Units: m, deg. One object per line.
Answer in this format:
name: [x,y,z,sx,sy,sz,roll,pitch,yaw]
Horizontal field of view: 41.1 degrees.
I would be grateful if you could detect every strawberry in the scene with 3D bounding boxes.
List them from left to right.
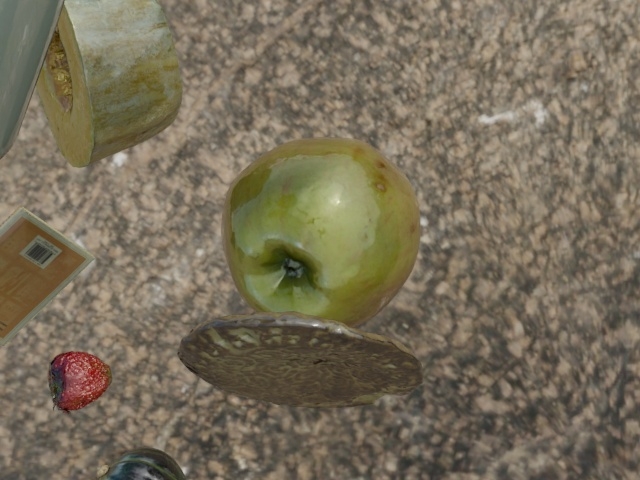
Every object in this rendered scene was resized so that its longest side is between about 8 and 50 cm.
strawberry: [-0.386,0.222,1.367,0.106,0.106,0.106,-7,70,19]

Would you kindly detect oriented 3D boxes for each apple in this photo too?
apple: [0.000,0.000,1.392,0.338,0.305,0.339,4,112,10]

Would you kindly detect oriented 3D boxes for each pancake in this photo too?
pancake: [-0.015,0.096,0.651,0.199,0.199,0.021,-5,62,19]

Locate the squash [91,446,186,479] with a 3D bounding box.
squash: [-0.336,0.472,1.528,0.218,0.218,0.172,-44,82,2]

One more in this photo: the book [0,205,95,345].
book: [-0.537,0.066,1.484,0.241,0.170,0.018,-41,39,8]

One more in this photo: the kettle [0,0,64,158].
kettle: [-0.239,-0.184,0.471,0.221,0.161,0.236,42,130,4]

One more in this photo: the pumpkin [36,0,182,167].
pumpkin: [-0.385,-0.308,1.536,0.199,0.332,0.332,-14,59,-32]
